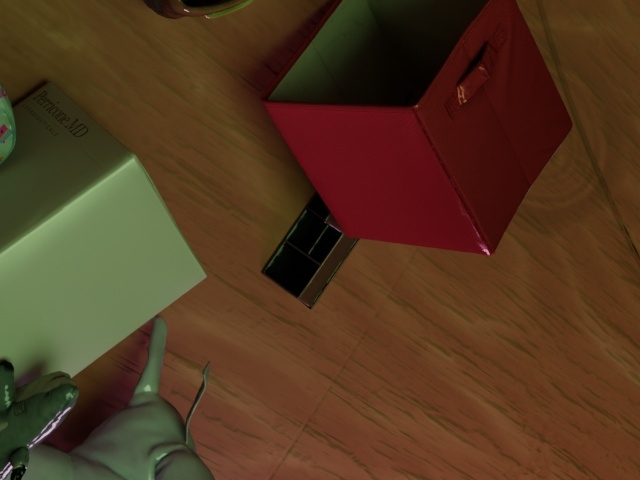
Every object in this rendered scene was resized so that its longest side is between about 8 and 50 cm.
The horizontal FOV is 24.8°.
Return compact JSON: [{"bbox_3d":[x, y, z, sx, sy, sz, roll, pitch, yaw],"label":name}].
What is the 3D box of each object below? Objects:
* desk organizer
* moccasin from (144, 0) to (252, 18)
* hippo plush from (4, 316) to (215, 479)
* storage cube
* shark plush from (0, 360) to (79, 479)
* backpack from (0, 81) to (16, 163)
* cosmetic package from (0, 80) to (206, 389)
[{"bbox_3d":[0.000,0.000,1.508,0.050,0.047,0.130,33,92,-36],"label":"desk organizer"},{"bbox_3d":[0.005,-0.317,1.299,0.380,0.147,0.139,-29,124,-18],"label":"moccasin"},{"bbox_3d":[-0.218,0.264,1.375,0.236,0.234,0.294,-6,115,-31],"label":"hippo plush"},{"bbox_3d":[0.095,-0.123,1.393,0.183,0.215,0.193,-55,131,-28],"label":"storage cube"},{"bbox_3d":[-0.255,0.167,1.169,0.161,0.067,0.073,-48,133,-2],"label":"shark plush"},{"bbox_3d":[-0.344,-0.085,1.193,0.182,0.115,0.152,-37,141,-22],"label":"backpack"},{"bbox_3d":[-0.308,0.050,1.242,0.365,0.197,0.155,-39,129,-12],"label":"cosmetic package"}]
